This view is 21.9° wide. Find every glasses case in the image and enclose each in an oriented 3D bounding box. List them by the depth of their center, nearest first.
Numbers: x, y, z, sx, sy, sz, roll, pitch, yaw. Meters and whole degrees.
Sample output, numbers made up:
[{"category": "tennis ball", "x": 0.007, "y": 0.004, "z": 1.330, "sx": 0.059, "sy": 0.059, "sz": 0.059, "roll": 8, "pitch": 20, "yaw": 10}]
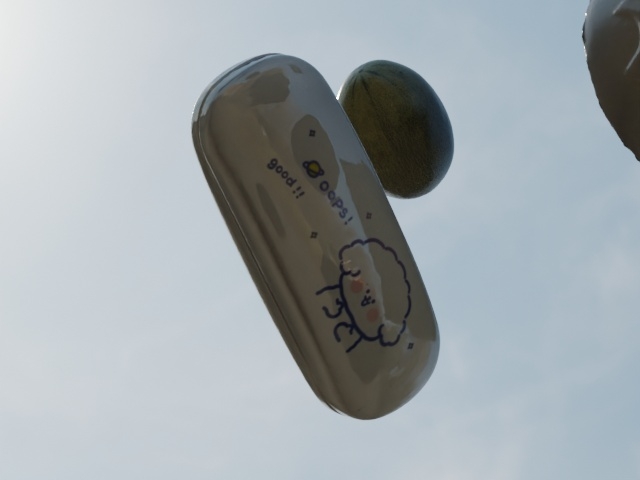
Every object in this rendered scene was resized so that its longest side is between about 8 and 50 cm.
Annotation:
[{"category": "glasses case", "x": 0.000, "y": 0.000, "z": 0.827, "sx": 0.049, "sy": 0.076, "sz": 0.197, "roll": 7, "pitch": -53, "yaw": 57}]

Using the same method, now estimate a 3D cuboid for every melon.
[{"category": "melon", "x": 0.062, "y": -0.095, "z": 1.408, "sx": 0.098, "sy": 0.098, "sz": 0.130, "roll": 0, "pitch": -52, "yaw": 37}]

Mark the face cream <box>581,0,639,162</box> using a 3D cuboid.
[{"category": "face cream", "x": 0.309, "y": -0.146, "z": 1.152, "sx": 0.195, "sy": 0.175, "sz": 0.175, "roll": -21, "pitch": -65, "yaw": 45}]
